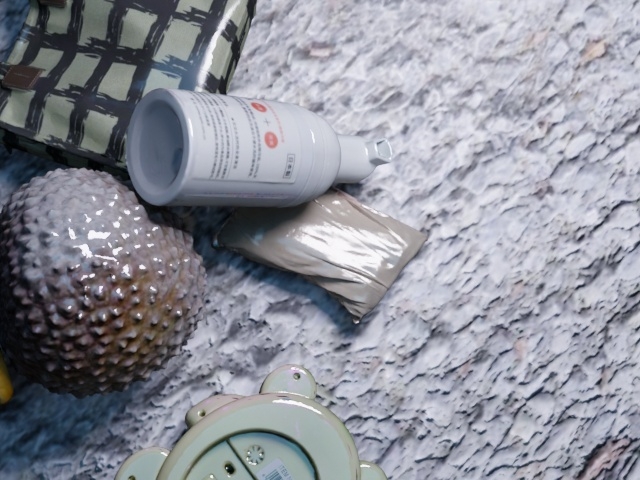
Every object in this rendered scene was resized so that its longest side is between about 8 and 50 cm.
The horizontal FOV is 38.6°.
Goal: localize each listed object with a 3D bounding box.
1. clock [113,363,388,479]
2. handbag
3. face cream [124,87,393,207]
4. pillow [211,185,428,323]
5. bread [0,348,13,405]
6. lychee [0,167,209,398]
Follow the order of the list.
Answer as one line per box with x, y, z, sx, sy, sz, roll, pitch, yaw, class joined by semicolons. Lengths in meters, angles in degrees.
-0.088;0.338;1.217;0.309;0.114;0.284;-36;82;-14;clock
-0.287;-0.245;1.295;0.326;0.162;0.326;18;80;0;handbag
-0.063;-0.113;1.216;0.369;0.145;0.146;1;75;-43;face cream
0.000;0.000;1.314;0.270;0.067;0.173;29;71;6;pillow
-0.462;0.169;1.171;0.077;0.200;0.116;-11;81;-38;bread
-0.288;0.047;1.169;0.299;0.300;0.300;1;78;-5;lychee
